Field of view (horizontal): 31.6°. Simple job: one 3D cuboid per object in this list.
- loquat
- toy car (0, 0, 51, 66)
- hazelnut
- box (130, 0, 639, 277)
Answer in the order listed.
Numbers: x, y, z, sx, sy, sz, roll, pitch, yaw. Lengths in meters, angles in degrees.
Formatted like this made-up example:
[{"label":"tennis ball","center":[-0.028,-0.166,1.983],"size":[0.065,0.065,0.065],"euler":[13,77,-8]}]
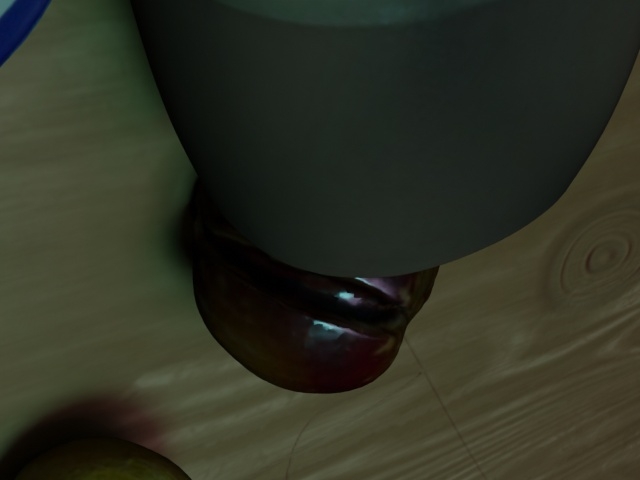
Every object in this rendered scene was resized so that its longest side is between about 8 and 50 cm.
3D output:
[{"label":"loquat","center":[-0.150,0.207,0.786],"size":[0.137,0.163,0.163],"euler":[-63,152,-43]},{"label":"toy car","center":[-0.218,-0.152,0.465],"size":[0.172,0.158,0.235],"euler":[-51,140,-6]},{"label":"hazelnut","center":[0.000,0.000,0.788],"size":[0.178,0.178,0.204],"euler":[13,101,-47]},{"label":"box","center":[0.040,-0.135,0.646],"size":[0.301,0.301,0.216],"euler":[-33,141,-24]}]
